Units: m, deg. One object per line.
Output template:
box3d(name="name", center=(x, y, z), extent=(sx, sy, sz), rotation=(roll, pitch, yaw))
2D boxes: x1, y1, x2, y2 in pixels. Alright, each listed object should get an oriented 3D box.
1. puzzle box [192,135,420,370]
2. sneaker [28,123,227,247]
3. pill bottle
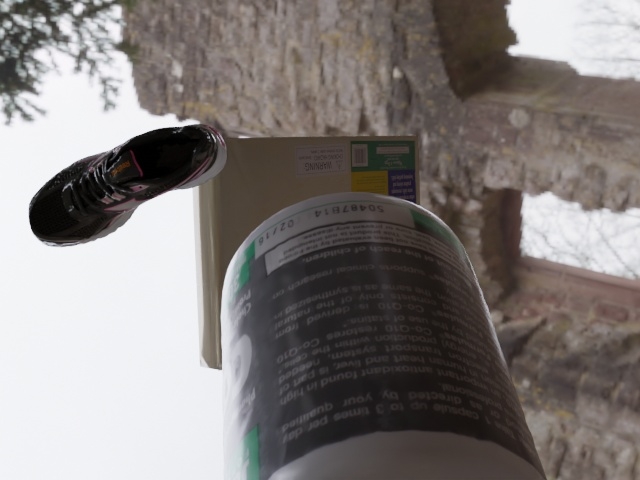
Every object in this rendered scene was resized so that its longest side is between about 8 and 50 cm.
box3d(name="puzzle box", center=(0.000, 0.000, 1.271), extent=(0.409, 0.052, 0.272), rotation=(-7, -83, -50))
box3d(name="sneaker", center=(-0.167, -0.056, 0.816), extent=(0.178, 0.072, 0.077), rotation=(-30, -3, -3))
box3d(name="pill bottle", center=(0.037, 0.144, 0.645), extent=(0.361, 0.204, 0.204), rotation=(-99, -6, -54))
